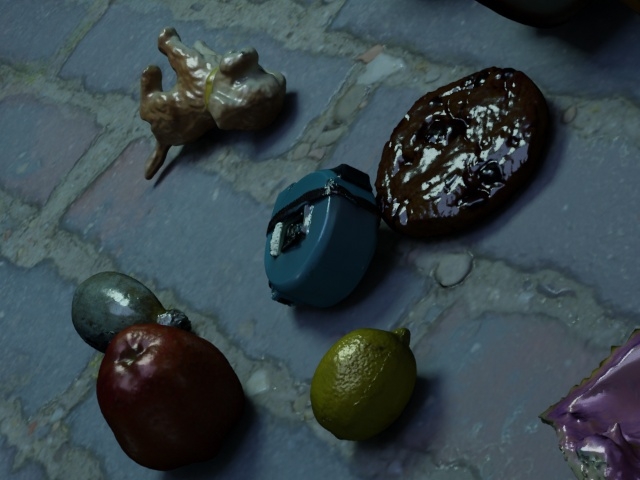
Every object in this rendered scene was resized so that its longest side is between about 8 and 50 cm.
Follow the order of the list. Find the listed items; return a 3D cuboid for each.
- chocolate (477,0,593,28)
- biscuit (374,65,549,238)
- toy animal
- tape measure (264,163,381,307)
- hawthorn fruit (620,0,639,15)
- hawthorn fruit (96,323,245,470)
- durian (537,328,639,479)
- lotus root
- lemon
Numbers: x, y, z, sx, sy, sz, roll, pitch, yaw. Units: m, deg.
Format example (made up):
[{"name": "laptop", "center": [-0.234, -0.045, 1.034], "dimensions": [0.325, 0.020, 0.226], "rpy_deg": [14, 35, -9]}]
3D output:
[{"name": "chocolate", "center": [0.188, -0.308, 1.424], "dimensions": [0.186, 0.283, 0.283], "rpy_deg": [-60, 32, 7]}, {"name": "biscuit", "center": [0.128, -0.083, 1.420], "dimensions": [0.192, 0.049, 0.192], "rpy_deg": [-30, 41, 29]}, {"name": "toy animal", "center": [-0.124, -0.140, 1.758], "dimensions": [0.185, 0.104, 0.184], "rpy_deg": [19, 98, 37]}, {"name": "tape measure", "center": [0.000, 0.000, 1.441], "dimensions": [0.146, 0.081, 0.125], "rpy_deg": [-30, 43, 52]}, {"name": "hawthorn fruit", "center": [0.354, -0.352, 1.083], "dimensions": [0.471, 0.472, 0.472], "rpy_deg": [-30, 36, 25]}, {"name": "hawthorn fruit", "center": [-0.145, 0.144, 1.404], "dimensions": [0.133, 0.138, 0.133], "rpy_deg": [-28, 34, 21]}, {"name": "durian", "center": [0.266, 0.156, 0.930], "dimensions": [0.191, 0.112, 0.341], "rpy_deg": [-32, 24, 3]}, {"name": "lotus root", "center": [-0.206, 0.082, 1.599], "dimensions": [0.165, 0.088, 0.088], "rpy_deg": [17, 67, 44]}, {"name": "lemon", "center": [0.038, 0.117, 1.278], "dimensions": [0.111, 0.082, 0.082], "rpy_deg": [-56, 33, -2]}]
